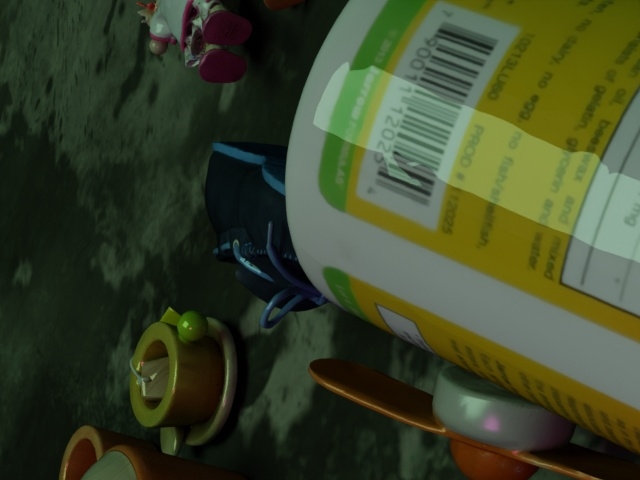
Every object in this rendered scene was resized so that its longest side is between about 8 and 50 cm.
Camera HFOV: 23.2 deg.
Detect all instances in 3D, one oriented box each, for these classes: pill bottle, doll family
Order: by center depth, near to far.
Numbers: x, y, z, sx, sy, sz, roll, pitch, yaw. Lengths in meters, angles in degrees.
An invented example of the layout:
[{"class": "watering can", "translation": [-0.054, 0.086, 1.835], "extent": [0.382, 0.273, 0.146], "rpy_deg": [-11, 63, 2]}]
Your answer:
[{"class": "pill bottle", "translation": [0.123, 0.002, 0.450], "extent": [0.246, 0.136, 0.136], "rpy_deg": [25, 104, 32]}, {"class": "doll family", "translation": [-0.052, -0.238, 1.025], "extent": [0.163, 0.118, 0.263], "rpy_deg": [55, 145, 43]}]

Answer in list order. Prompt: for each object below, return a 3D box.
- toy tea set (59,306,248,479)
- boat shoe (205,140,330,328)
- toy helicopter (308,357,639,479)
[{"class": "toy tea set", "translation": [-0.162, 0.198, 1.029], "extent": [0.336, 0.124, 0.200], "rpy_deg": [-55, 38, 35]}, {"class": "boat shoe", "translation": [0.000, 0.000, 0.871], "extent": [0.258, 0.109, 0.089], "rpy_deg": [-146, 62, -75]}, {"class": "toy helicopter", "translation": [0.124, 0.043, 0.601], "extent": [0.235, 0.140, 0.355], "rpy_deg": [-58, 45, 26]}]
